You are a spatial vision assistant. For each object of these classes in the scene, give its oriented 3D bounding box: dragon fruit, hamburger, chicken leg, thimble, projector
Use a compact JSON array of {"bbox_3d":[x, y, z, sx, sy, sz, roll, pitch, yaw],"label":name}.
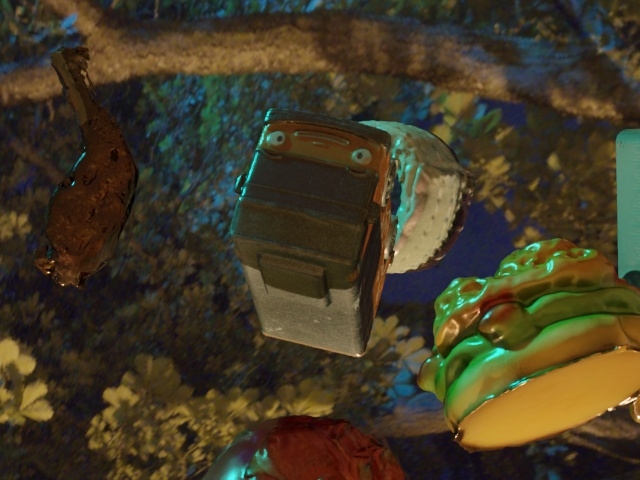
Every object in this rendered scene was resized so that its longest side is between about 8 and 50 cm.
[{"bbox_3d":[-0.020,0.296,1.067,0.241,0.252,0.241,21,-153,-11],"label":"dragon fruit"},{"bbox_3d":[0.202,0.092,1.014,0.237,0.237,0.149,-6,-119,-23],"label":"hamburger"},{"bbox_3d":[-0.241,-0.076,1.098,0.105,0.051,0.253,2,-95,-28],"label":"chicken leg"},{"bbox_3d":[0.098,-0.064,1.534,0.150,0.237,0.237,-2,-113,-51],"label":"thimble"},{"bbox_3d":[0.458,-0.010,1.277,0.192,0.099,0.257,-5,-83,-20],"label":"projector"}]

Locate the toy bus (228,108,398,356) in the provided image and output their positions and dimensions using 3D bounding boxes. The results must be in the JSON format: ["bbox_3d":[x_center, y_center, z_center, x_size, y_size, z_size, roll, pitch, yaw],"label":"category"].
[{"bbox_3d":[0.000,0.000,1.278,0.161,0.323,0.194,13,-114,10],"label":"toy bus"}]

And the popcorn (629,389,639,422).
[{"bbox_3d":[0.541,0.152,1.530,0.224,0.270,0.258,-1,-68,-5],"label":"popcorn"}]
